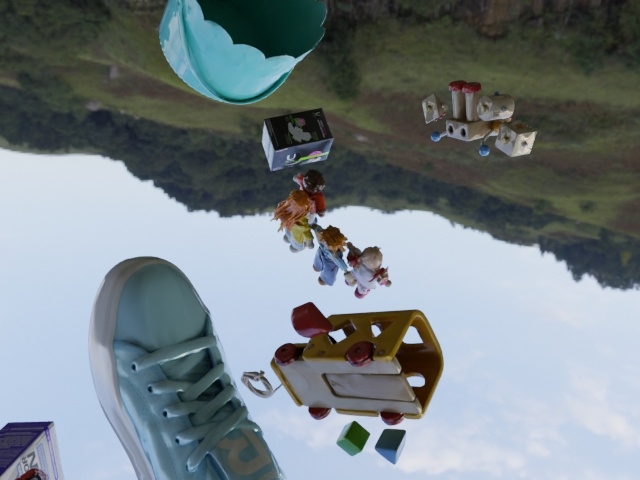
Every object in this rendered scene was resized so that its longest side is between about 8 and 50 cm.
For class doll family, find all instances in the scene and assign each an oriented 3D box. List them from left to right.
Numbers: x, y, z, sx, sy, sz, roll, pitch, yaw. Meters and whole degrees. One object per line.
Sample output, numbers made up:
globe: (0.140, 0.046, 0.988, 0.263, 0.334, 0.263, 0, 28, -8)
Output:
doll family: (0.000, 0.000, 1.021, 0.118, 0.163, 0.263, -31, -109, -20)

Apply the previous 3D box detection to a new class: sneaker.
sneaker: (-0.093, 0.184, 0.556, 0.150, 0.365, 0.135, -12, -174, 40)

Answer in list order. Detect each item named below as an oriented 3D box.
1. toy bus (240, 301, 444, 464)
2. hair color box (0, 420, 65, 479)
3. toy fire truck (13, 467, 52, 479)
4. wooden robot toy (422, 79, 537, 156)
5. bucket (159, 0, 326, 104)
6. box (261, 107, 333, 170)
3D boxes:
toy bus: (0.034, 0.132, 0.681, 0.202, 0.191, 0.104, 30, -134, 9)
hair color box: (-0.580, 0.484, 1.071, 0.110, 0.185, 0.339, -3, -166, 6)
toy fire truck: (-0.418, 0.434, 0.849, 0.135, 0.047, 0.192, -33, -121, -11)
wooden robot toy: (0.195, -0.147, 0.709, 0.079, 0.076, 0.173, -11, -157, -24)
bucket: (-0.149, -0.397, 1.109, 0.281, 0.281, 0.183, -11, 167, -36)
box: (-0.033, -0.138, 0.836, 0.083, 0.052, 0.062, -14, 162, -13)
